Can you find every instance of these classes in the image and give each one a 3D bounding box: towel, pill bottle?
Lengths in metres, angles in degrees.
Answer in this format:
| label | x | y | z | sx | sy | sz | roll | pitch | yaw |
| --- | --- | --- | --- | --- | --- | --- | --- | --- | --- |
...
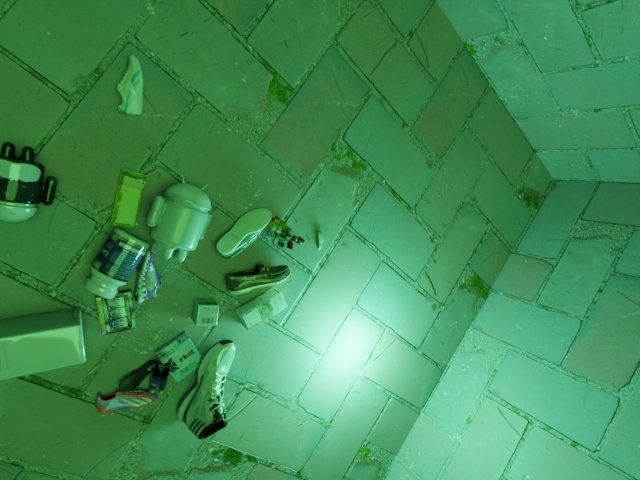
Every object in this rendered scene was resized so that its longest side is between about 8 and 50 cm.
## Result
| label | x | y | z | sx | sy | sz | roll | pitch | yaw |
| --- | --- | --- | --- | --- | --- | --- | --- | --- | --- |
| towel | -0.801 | -0.172 | 1.739 | 0.102 | 0.021 | 0.237 | 12 | 93 | -30 |
| pill bottle | -0.830 | 0.092 | 1.696 | 0.153 | 0.153 | 0.265 | 33 | 82 | -30 |

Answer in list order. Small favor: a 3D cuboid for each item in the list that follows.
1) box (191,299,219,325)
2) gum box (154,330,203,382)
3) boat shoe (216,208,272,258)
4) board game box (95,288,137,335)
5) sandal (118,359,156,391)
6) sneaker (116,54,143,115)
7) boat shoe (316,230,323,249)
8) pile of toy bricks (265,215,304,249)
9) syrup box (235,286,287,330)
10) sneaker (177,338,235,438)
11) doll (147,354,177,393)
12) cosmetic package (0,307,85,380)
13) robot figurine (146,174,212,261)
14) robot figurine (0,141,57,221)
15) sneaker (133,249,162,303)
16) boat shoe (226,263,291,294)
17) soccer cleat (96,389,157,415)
| label | x | y | z | sx | sy | sz | roll | pitch | yaw |
| --- | --- | --- | --- | --- | --- | --- | --- | --- | --- |
| box | -0.537 | 0.337 | 1.950 | 0.101 | 0.087 | 0.102 | 7 | 95 | -31 |
| gum box | -0.653 | 0.544 | 1.950 | 0.157 | 0.041 | 0.184 | -33 | 114 | -20 |
| boat shoe | -0.360 | -0.032 | 1.995 | 0.319 | 0.116 | 0.099 | -44 | 161 | -23 |
| board game box | -0.869 | 0.305 | 1.776 | 0.141 | 0.048 | 0.170 | -8 | 104 | -26 |
| sandal | -0.820 | 0.606 | 1.874 | 0.179 | 0.040 | 0.067 | -40 | 123 | -34 |
| sneaker | -0.752 | -0.616 | 1.644 | 0.092 | 0.087 | 0.229 | -1 | 98 | -28 |
| boat shoe | 0.000 | 0.000 | 2.226 | 0.035 | 0.035 | 0.100 | -4 | 95 | -27 |
| pile of toy bricks | -0.184 | -0.047 | 2.078 | 0.212 | 0.118 | 0.105 | 28 | 47 | -36 |
| syrup box | -0.294 | 0.337 | 2.085 | 0.236 | 0.096 | 0.093 | -29 | 115 | -22 |
| sneaker | -0.471 | 0.707 | 1.942 | 0.169 | 0.257 | 0.448 | 28 | 88 | -49 |
| doll | -0.717 | 0.600 | 1.885 | 0.129 | 0.046 | 0.189 | 12 | 105 | -15 |
| cosmetic package | -1.132 | 0.390 | 1.537 | 0.453 | 0.230 | 0.162 | -6 | 102 | -30 |
| robot figurine | -0.591 | -0.092 | 1.770 | 0.300 | 0.199 | 0.354 | 20 | 90 | -59 |
| robot figurine | -1.091 | -0.203 | 1.482 | 0.209 | 0.173 | 0.278 | 11 | 94 | 4 |
| sneaker | -0.737 | 0.155 | 1.804 | 0.104 | 0.095 | 0.237 | 3 | 103 | -37 |
| boat shoe | -0.300 | 0.171 | 2.041 | 0.324 | 0.116 | 0.097 | -15 | 110 | -21 |
| soccer cleat | -0.854 | 0.698 | 1.846 | 0.247 | 0.083 | 0.095 | -6 | 98 | -26 |
